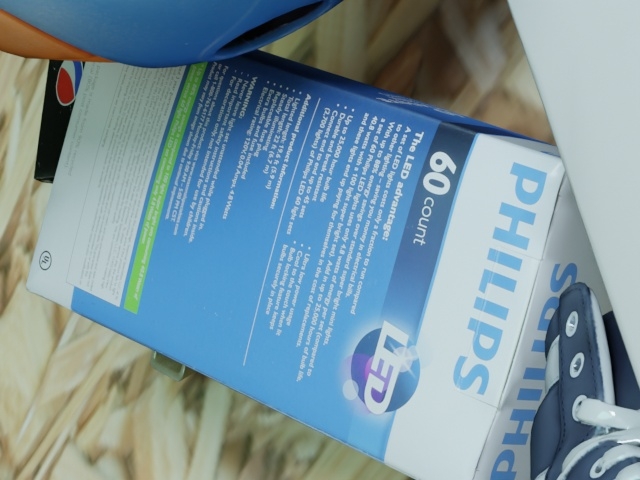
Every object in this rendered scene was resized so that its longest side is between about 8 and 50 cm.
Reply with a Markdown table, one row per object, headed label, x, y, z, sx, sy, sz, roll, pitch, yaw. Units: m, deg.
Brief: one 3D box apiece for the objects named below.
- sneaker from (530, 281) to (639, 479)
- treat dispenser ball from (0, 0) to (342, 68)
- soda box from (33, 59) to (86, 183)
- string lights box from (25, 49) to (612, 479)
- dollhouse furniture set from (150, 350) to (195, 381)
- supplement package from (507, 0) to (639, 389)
| label | x | y | z | sx | sy | sz | roll | pitch | yaw |
| --- | --- | --- | --- | --- | --- | --- | --- | --- | --- |
| sneaker | 0.115 | 0.089 | 0.564 | 0.282 | 0.099 | 0.153 | 135 | 148 | -84 |
| treat dispenser ball | -0.075 | -0.208 | 0.720 | 0.288 | 0.288 | 0.288 | -18 | 68 | 50 |
| soda box | -0.109 | -0.111 | 1.022 | 0.060 | 0.053 | 0.168 | -1 | 80 | 53 |
| string lights box | 0.000 | 0.000 | 0.783 | 0.260 | 0.077 | 0.133 | 22 | 99 | 39 |
| dollhouse furniture set | -0.069 | 0.014 | 0.914 | 0.091 | 0.081 | 0.114 | 22 | 99 | 53 |
| supplement package | 0.171 | -0.092 | 0.545 | 0.177 | 0.175 | 0.293 | -42 | 51 | 38 |
